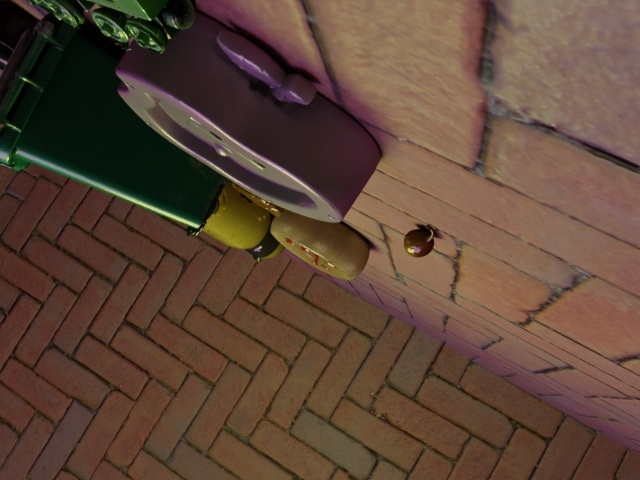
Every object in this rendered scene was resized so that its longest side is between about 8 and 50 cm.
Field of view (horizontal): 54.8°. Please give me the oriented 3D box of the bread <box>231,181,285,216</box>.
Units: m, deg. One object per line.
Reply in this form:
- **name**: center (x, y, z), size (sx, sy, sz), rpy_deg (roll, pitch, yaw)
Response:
- **bread**: center (-0.118, -0.107, 1.336), size (0.140, 0.069, 0.128), rpy_deg (27, 174, 38)

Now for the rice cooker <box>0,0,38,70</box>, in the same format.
- **rice cooker**: center (-0.580, -0.376, 1.165), size (0.165, 0.112, 0.106), rpy_deg (33, 167, -25)

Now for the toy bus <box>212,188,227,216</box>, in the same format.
- **toy bus**: center (-0.324, -0.186, 1.304), size (0.330, 0.152, 0.144), rpy_deg (37, 177, -29)

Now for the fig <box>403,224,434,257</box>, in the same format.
- **fig**: center (0.166, -0.002, 1.003), size (0.050, 0.050, 0.083), rpy_deg (31, 154, -1)

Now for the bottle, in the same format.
- **bottle**: center (-0.236, -0.066, 1.771), size (0.351, 0.171, 0.172), rpy_deg (33, 173, -40)

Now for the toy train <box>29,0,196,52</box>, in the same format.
- **toy train**: center (-0.231, -0.265, 0.605), size (0.251, 0.085, 0.119), rpy_deg (25, 166, 25)

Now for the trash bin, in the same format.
- **trash bin**: center (-0.338, -0.181, 1.048), size (0.381, 0.259, 0.295), rpy_deg (26, 175, -18)

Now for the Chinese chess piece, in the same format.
- **Chinese chess piece**: center (0.000, 0.000, 1.492), size (0.250, 0.103, 0.250), rpy_deg (30, 172, 5)

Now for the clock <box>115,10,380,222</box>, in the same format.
- **clock**: center (-0.094, -0.146, 0.786), size (0.339, 0.102, 0.338), rpy_deg (30, 173, 4)
